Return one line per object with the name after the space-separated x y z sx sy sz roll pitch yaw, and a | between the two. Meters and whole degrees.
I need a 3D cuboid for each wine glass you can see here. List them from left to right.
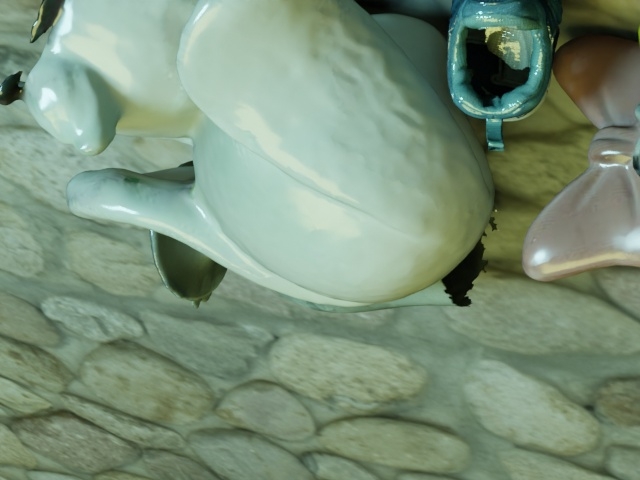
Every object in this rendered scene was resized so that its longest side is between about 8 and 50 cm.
0.000 0.000 1.112 0.222 0.103 0.103 3 143 33 | wine glass

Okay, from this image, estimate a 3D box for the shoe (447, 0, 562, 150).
0.094 -0.121 0.878 0.064 0.071 0.143 10 119 10 | shoe

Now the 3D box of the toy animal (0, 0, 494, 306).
-0.040 -0.081 0.948 0.289 0.174 0.249 18 149 13 | toy animal

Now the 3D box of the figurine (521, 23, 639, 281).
0.290 -0.056 0.795 0.421 0.154 0.193 4 157 24 | figurine
